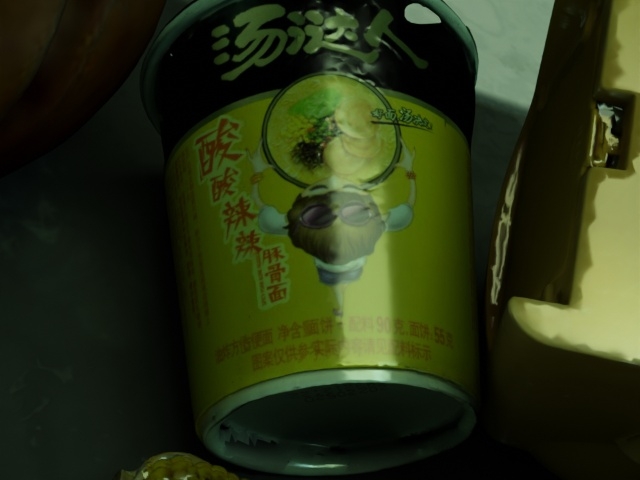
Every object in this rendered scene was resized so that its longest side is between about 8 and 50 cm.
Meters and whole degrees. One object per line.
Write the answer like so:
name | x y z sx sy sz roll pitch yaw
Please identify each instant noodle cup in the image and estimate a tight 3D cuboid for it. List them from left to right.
instant noodle cup | 0.000 0.000 0.593 0.215 0.215 0.236 9 58 -21

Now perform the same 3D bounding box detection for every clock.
clock | 0.181 0.019 0.581 0.200 0.317 0.244 16 69 3

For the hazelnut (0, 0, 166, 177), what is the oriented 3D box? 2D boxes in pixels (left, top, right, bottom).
hazelnut | -0.273 -0.187 0.522 0.409 0.359 0.359 4 50 -13

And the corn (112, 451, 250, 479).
corn | -0.012 0.169 0.517 0.207 0.068 0.068 29 45 -4
